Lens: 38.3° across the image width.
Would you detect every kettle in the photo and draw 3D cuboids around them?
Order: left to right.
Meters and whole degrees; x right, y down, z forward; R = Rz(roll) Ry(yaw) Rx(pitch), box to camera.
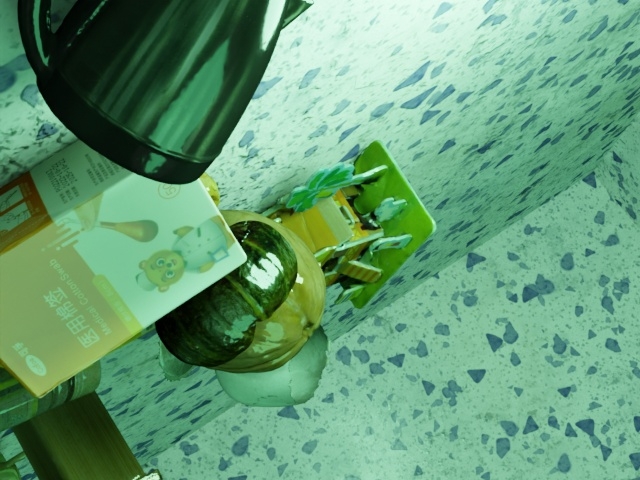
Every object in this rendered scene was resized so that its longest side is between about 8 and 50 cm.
[{"bbox_3d":[-0.148,-0.233,0.929,0.271,0.251,0.207,-49,-169,21],"label":"kettle"}]

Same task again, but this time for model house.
[{"bbox_3d":[0.000,0.000,1.802,0.313,0.242,0.357,-18,160,-40],"label":"model house"}]

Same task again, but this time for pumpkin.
[{"bbox_3d":[-0.144,0.072,1.361,0.238,0.159,0.238,-51,-174,7],"label":"pumpkin"}]

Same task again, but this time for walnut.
[{"bbox_3d":[-0.150,0.086,1.608,0.277,0.313,0.252,-62,164,8],"label":"walnut"}]

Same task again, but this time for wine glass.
[{"bbox_3d":[-0.158,0.227,1.927,0.238,0.323,0.238,-38,134,-54],"label":"wine glass"}]

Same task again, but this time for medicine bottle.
[{"bbox_3d":[-0.537,0.238,1.514,0.322,0.151,0.151,-21,159,-42],"label":"medicine bottle"}]

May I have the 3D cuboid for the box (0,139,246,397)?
[{"bbox_3d":[-0.300,0.013,1.189,0.341,0.143,0.225,-34,131,-8],"label":"box"}]

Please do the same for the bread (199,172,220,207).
[{"bbox_3d":[-0.253,-0.014,1.418,0.236,0.120,0.198,-34,170,0],"label":"bread"}]

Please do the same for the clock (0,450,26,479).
[{"bbox_3d":[-0.780,0.547,2.036,0.308,0.096,0.235,-41,163,20],"label":"clock"}]

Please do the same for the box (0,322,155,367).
[{"bbox_3d":[-0.349,0.128,1.383,0.152,0.043,0.269,7,-159,30],"label":"box"}]

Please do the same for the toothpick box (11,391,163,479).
[{"bbox_3d":[-0.492,0.415,1.847,0.190,0.308,0.187,-23,160,-37],"label":"toothpick box"}]
